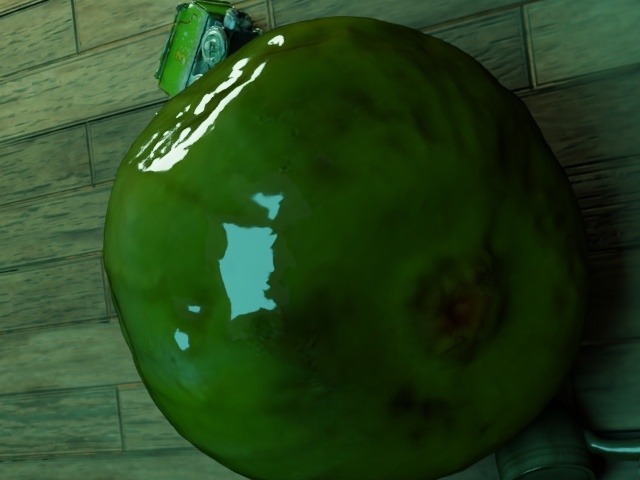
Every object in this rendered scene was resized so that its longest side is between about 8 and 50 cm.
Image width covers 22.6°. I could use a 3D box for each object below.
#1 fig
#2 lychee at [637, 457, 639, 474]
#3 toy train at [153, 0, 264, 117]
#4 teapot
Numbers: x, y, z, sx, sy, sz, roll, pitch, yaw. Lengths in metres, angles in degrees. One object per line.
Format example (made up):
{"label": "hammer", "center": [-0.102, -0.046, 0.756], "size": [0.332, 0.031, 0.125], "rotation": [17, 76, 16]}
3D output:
{"label": "fig", "center": [0.004, 0.011, 1.113], "size": [0.343, 0.343, 0.343], "rotation": [3, 95, 42]}
{"label": "lychee", "center": [0.267, 0.153, 0.974], "size": [0.197, 0.165, 0.165], "rotation": [-39, 65, 14]}
{"label": "toy train", "center": [-0.108, -0.108, 1.366], "size": [0.081, 0.060, 0.202], "rotation": [40, 118, 41]}
{"label": "teapot", "center": [0.181, 0.151, 1.134], "size": [0.110, 0.085, 0.080], "rotation": [-17, 55, 13]}
